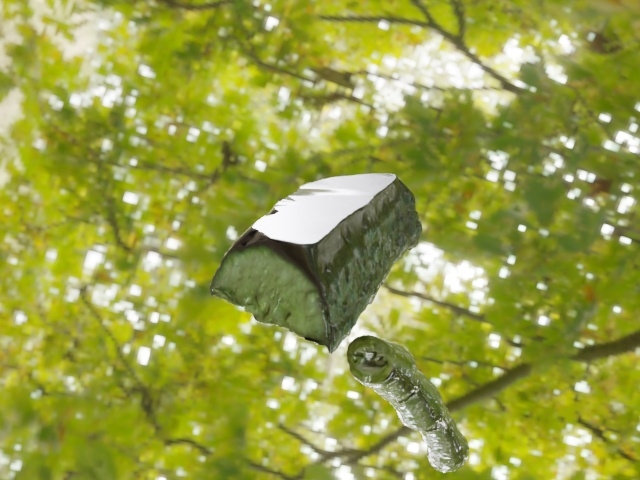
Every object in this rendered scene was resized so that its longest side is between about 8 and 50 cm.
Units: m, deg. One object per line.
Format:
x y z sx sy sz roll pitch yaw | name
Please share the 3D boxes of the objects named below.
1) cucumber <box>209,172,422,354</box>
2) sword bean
0.000 0.000 0.604 0.220 0.070 0.046 -39 136 -72 | cucumber
0.072 0.125 0.921 0.038 0.269 0.043 24 -104 27 | sword bean
